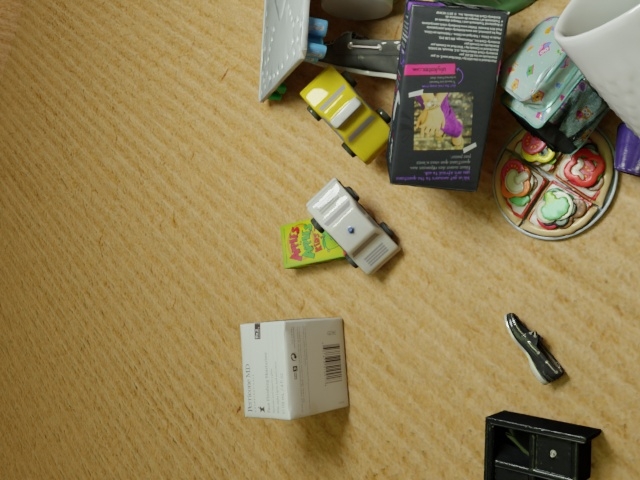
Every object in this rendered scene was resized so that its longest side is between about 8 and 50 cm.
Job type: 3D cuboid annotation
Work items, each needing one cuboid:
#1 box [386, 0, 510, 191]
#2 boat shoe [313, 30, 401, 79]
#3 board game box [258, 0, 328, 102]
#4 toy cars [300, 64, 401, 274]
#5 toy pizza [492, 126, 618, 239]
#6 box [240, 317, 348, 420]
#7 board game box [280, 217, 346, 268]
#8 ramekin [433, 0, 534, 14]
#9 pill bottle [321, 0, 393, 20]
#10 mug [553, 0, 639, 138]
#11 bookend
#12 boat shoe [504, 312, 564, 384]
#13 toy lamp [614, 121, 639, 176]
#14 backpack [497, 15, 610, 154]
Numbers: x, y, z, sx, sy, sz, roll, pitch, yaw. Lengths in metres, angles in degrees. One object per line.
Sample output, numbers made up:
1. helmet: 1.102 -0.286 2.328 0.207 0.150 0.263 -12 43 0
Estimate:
1. box: 0.191 -0.232 1.028 0.143 0.165 0.270 6 113 1
2. boat shoe: 0.114 -0.348 1.204 0.335 0.112 0.095 22 110 33
3. board game box: -0.051 -0.497 1.268 0.390 0.050 0.390 180 93 -74
4. toy cars: 0.053 -0.125 1.182 0.176 0.087 0.394 -2 97 8
5. toy pizza: 0.363 -0.102 1.029 0.201 0.032 0.201 -3 85 40
6. box: -0.049 0.243 1.260 0.119 0.182 0.181 -10 81 39
7. board game box: 0.000 0.000 1.324 0.181 0.043 0.092 -13 79 39
8. ramekin: 0.261 -0.534 1.068 0.303 0.148 0.303 -3 85 40
9. pill bottle: 0.080 -0.575 1.216 0.161 0.161 0.283 5 91 40
10. mug: 0.513 -0.242 0.744 0.374 0.328 0.276 -49 13 -10
11. bookend: 0.337 0.357 0.997 0.156 0.072 0.157 2 89 40
12. boat shoe: 0.337 0.165 1.027 0.038 0.046 0.125 -40 66 32
13. toy lamp: 0.481 -0.225 0.908 0.080 0.080 0.275 22 102 39
14. backpack: 0.361 -0.244 0.942 0.188 0.144 0.166 -44 25 15
